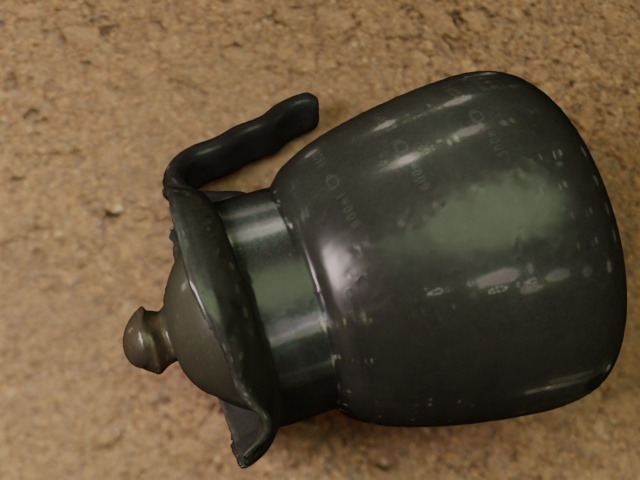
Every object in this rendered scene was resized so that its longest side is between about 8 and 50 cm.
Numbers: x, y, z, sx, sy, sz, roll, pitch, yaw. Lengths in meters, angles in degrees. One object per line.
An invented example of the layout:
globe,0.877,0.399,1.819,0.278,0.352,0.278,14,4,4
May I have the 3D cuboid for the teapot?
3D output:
teapot,0.004,-0.005,0.609,0.285,0.223,0.305,-16,69,-12
